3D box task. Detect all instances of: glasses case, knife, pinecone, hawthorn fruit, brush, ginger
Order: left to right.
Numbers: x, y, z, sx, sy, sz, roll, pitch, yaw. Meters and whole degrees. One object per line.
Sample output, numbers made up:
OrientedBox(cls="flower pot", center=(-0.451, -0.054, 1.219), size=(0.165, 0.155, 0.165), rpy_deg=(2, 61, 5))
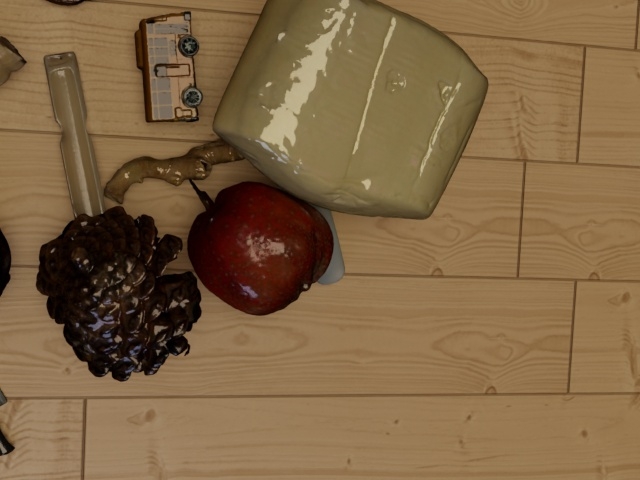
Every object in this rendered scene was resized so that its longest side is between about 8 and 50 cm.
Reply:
OrientedBox(cls="knife", center=(-0.623, 0.291, 1.753), size=(0.060, 0.028, 0.230), rpy_deg=(-29, 98, -22))
OrientedBox(cls="brush", center=(-0.453, -0.187, 1.747), size=(0.060, 0.050, 0.321), rpy_deg=(-11, 89, -10))
OrientedBox(cls="pinecone", center=(-0.344, 0.100, 1.683), size=(0.242, 0.298, 0.296), rpy_deg=(-51, 138, -45))
OrientedBox(cls="ginger", center=(-0.271, -0.135, 1.780), size=(0.288, 0.075, 0.089), rpy_deg=(-19, 58, -10))
OrientedBox(cls="hawthorn fruit", center=(-0.131, -0.012, 1.746), size=(0.254, 0.254, 0.300), rpy_deg=(-41, 87, -8))
OrientedBox(cls="glasses case", center=(0.000, 0.000, 1.870), size=(0.067, 0.045, 0.179), rpy_deg=(-16, 98, -12))

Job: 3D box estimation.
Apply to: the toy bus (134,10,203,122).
OrientedBox(cls="toy bus", center=(-0.283, -0.319, 1.749), size=(0.114, 0.098, 0.201), rpy_deg=(-5, 97, -14))

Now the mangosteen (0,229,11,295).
OrientedBox(cls="mangosteen", center=(-0.640, 0.039, 1.636), size=(0.209, 0.210, 0.210), rpy_deg=(-1, 95, -14))

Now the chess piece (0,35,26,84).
OrientedBox(cls="chess piece", center=(-0.652, -0.268, 1.648), size=(0.142, 0.143, 0.261), rpy_deg=(42, 89, -13))

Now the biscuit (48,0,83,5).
OrientedBox(cls="biscuit", center=(-0.471, -0.534, 1.715), size=(0.212, 0.036, 0.212), rpy_deg=(-1, 93, -13))

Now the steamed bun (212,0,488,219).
OrientedBox(cls="steamed bun", center=(0.045, -0.241, 1.738), size=(0.455, 0.290, 0.371), rpy_deg=(25, 90, -24))
